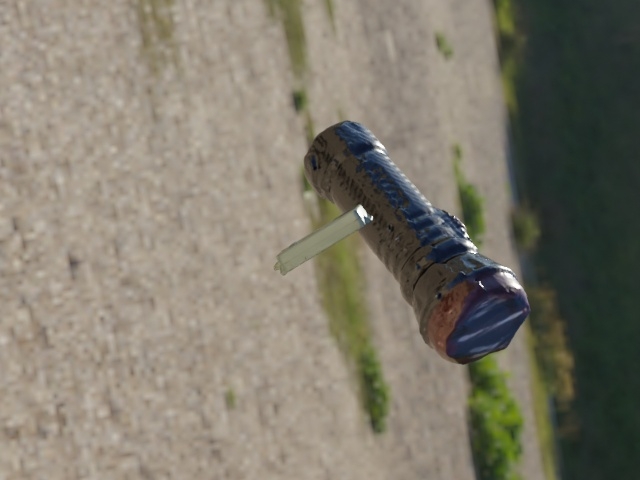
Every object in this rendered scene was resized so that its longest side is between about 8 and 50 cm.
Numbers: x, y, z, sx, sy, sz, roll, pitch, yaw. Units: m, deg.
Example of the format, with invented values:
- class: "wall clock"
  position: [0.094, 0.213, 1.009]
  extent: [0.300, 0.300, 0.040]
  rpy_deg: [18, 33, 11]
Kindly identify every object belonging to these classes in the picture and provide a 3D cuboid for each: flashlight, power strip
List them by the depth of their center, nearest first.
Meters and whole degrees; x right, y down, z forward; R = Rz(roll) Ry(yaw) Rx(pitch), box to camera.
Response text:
- class: "power strip"
  position: [0.000, 0.000, 1.233]
  extent: [0.017, 0.083, 0.027]
  rpy_deg: [59, 13, -2]
- class: "flashlight"
  position: [0.071, -0.006, 1.346]
  extent: [0.232, 0.093, 0.093]
  rpy_deg: [54, -6, 36]
